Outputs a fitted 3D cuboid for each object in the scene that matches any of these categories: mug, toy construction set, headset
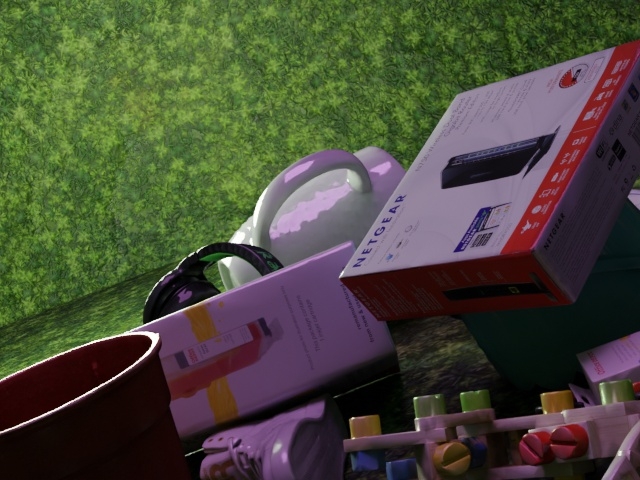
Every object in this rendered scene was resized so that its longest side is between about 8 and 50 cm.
[{"bbox_3d":[0.000,0.000,1.888,0.328,0.374,0.276,-28,52,-14],"label":"mug"},{"bbox_3d":[0.199,0.193,0.997,0.215,0.151,0.328,2,1,-40],"label":"toy construction set"},{"bbox_3d":[-0.182,0.167,1.814,0.394,0.243,0.185,-36,-22,25],"label":"headset"}]

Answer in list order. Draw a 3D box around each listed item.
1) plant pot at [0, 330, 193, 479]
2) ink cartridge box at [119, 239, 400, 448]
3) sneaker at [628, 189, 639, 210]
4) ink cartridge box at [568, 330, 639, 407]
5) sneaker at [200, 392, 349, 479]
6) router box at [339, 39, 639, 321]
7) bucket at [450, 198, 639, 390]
[{"bbox_3d":[-0.245,0.272,1.177,0.272,0.265,0.272,-20,10,4],"label":"plant pot"},{"bbox_3d":[-0.098,0.165,1.522,0.385,0.160,0.279,-21,-12,0],"label":"ink cartridge box"},{"bbox_3d":[0.496,-0.029,1.734,0.091,0.094,0.258,-27,11,-38],"label":"sneaker"},{"bbox_3d":[0.330,0.149,1.135,0.143,0.090,0.092,-21,9,7],"label":"ink cartridge box"},{"bbox_3d":[-0.066,0.270,1.318,0.169,0.108,0.292,-22,0,9],"label":"sneaker"},{"bbox_3d":[0.216,-0.063,1.298,0.301,0.082,0.335,-11,38,50],"label":"router box"},{"bbox_3d":[0.276,0.028,1.383,0.281,0.183,0.281,-35,24,18],"label":"bucket"}]
